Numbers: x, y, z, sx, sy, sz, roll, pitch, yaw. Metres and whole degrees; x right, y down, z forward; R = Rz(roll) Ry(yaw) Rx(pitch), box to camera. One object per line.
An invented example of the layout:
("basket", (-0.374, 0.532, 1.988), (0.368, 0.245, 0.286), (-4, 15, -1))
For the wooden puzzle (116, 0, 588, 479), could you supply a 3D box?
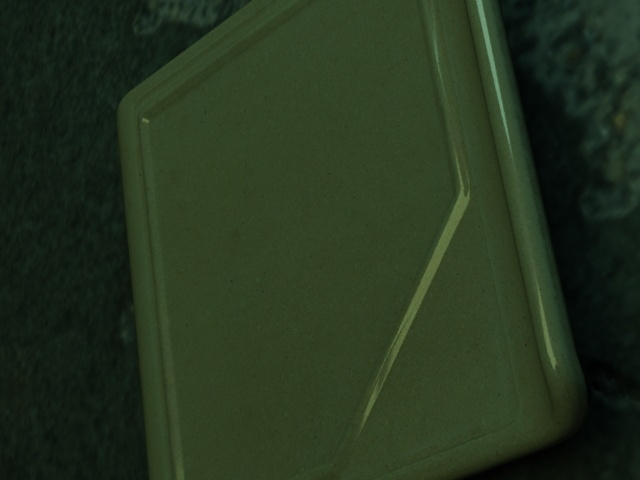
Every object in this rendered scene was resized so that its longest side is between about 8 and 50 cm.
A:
("wooden puzzle", (0.000, 0.000, 0.559), (0.239, 0.044, 0.221), (-33, 56, 43))
